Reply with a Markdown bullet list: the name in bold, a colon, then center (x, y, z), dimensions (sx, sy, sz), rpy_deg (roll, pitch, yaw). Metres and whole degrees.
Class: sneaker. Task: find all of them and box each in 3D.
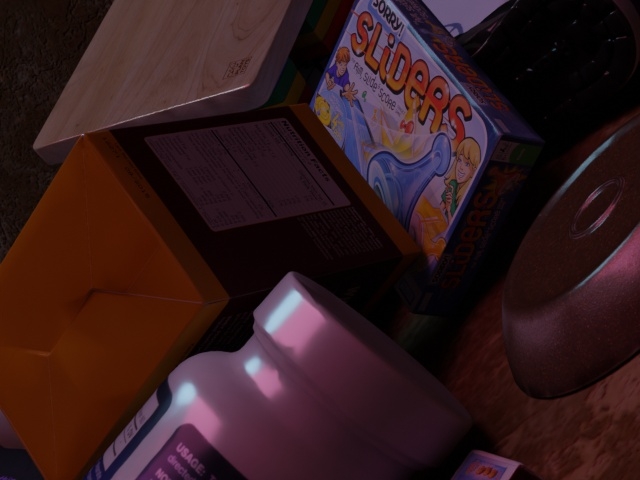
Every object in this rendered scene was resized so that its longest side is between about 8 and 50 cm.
- **sneaker**: center (0.147, -0.119, 1.150), dimensions (0.124, 0.107, 0.283), rpy_deg (-42, 9, -34)

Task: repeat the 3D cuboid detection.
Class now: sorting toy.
- **sorting toy**: center (-0.103, -0.167, 1.569), dimensions (0.255, 0.089, 0.257), rpy_deg (-12, 40, 33)

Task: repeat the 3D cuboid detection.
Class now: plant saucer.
- **plant saucer**: center (0.155, -0.008, 0.884), dimensions (0.198, 0.036, 0.198), rpy_deg (-49, 13, 15)

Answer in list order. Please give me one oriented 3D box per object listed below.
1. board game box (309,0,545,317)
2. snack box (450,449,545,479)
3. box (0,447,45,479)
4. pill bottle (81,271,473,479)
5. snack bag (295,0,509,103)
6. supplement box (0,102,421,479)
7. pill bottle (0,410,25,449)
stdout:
- **board game box**: center (0.058, -0.065, 1.097), dimensions (0.201, 0.035, 0.136), rpy_deg (57, 131, 46)
- **snack box**: center (0.040, 0.178, 0.798), dimensions (0.178, 0.022, 0.064), rpy_deg (-54, 11, -10)
- **box**: center (-0.285, 0.263, 1.156), dimensions (0.165, 0.143, 0.270), rpy_deg (-1, 21, 31)
- **pill bottle**: center (-0.051, 0.154, 0.887), dimensions (0.264, 0.153, 0.153), rpy_deg (-50, 12, 5)
- **snack bag**: center (0.006, -0.084, 1.467), dimensions (0.342, 0.037, 0.323), rpy_deg (-9, 43, 50)
- **supplement box**: center (-0.081, 0.034, 1.043), dimensions (0.194, 0.129, 0.191), rpy_deg (-13, -31, -48)
- **pill bottle**: center (-0.281, 0.151, 1.620), dimensions (0.361, 0.204, 0.204), rpy_deg (-40, 17, 44)
